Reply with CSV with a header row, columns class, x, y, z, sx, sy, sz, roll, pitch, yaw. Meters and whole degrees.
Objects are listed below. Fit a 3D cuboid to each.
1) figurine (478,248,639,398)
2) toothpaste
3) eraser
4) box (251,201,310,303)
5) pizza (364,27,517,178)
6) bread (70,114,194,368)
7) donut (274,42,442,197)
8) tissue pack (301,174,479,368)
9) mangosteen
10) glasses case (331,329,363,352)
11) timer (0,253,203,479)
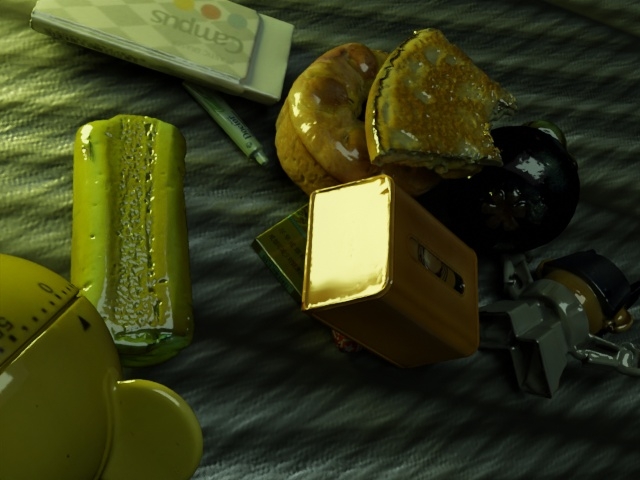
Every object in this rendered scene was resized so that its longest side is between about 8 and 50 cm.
class,x,y,z,sx,sy,sz,roll,pitch,yaw
figurine,0.399,0.115,1.480,0.309,0.143,0.308,7,65,-15
toothpaste,-0.151,-0.197,1.486,0.048,0.029,0.197,-32,76,-40
eraser,-0.247,-0.347,1.480,0.397,0.082,0.213,17,56,-12
box,0.000,0.000,1.450,0.193,0.030,0.121,-34,81,-30
pizza,0.179,-0.191,1.381,0.223,0.089,0.323,27,50,-4
bread,-0.272,-0.001,1.300,0.166,0.112,0.383,0,66,-15
donut,0.077,-0.181,1.472,0.317,0.150,0.299,2,60,-30
tissue pack,0.111,0.050,1.328,0.274,0.145,0.194,35,48,-48
mangosteen,0.321,-0.089,1.497,0.243,0.243,0.242,8,64,-17
glasses case,0.040,0.074,1.393,0.073,0.049,0.194,-13,87,-31
timer,-0.368,0.211,1.049,0.387,0.376,0.376,45,59,-9
